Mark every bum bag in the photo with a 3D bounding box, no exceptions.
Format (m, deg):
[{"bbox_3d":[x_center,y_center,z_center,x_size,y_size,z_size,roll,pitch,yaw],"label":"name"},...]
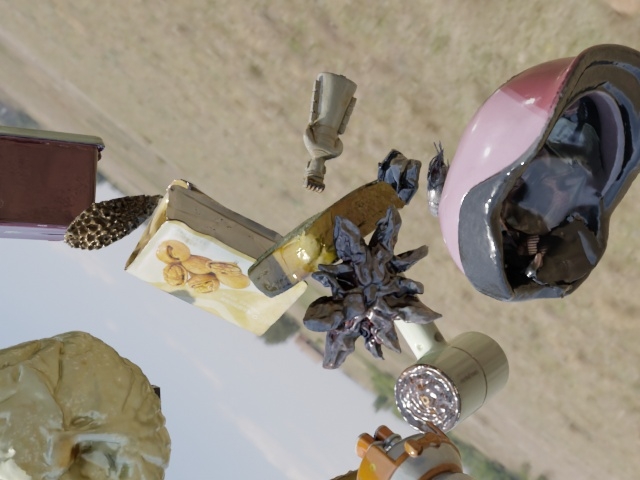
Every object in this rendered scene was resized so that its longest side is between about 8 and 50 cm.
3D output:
[{"bbox_3d":[0.144,-0.121,2.000,0.049,0.087,0.197,18,-171,-16],"label":"bum bag"}]

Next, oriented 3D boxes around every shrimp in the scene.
[{"bbox_3d":[0.229,-0.117,2.043,0.057,0.165,0.065,19,-148,24],"label":"shrimp"}]

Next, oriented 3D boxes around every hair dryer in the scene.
[{"bbox_3d":[0.165,0.141,1.842,0.203,0.128,0.362,-21,-103,-53],"label":"hair dryer"}]

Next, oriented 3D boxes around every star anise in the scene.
[{"bbox_3d":[0.076,0.080,1.674,0.212,0.282,0.129,23,180,-25],"label":"star anise"}]

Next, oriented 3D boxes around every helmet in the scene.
[{"bbox_3d":[0.199,-0.066,1.012,0.198,0.253,0.154,-1,-165,-41],"label":"helmet"}]

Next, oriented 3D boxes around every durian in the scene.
[{"bbox_3d":[-0.242,-0.021,1.270,0.052,0.130,0.066,61,170,8],"label":"durian"}]

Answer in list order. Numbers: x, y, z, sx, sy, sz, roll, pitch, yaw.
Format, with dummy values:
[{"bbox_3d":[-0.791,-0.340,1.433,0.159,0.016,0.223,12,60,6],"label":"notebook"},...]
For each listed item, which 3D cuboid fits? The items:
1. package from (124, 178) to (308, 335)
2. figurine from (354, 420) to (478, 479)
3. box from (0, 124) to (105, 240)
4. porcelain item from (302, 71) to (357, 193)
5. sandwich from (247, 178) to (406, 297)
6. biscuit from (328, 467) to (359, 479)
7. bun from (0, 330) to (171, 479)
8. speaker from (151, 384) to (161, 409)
[{"bbox_3d":[-0.193,0.024,2.108,0.311,0.165,0.221,27,135,-17],"label":"package"},{"bbox_3d":[0.143,0.312,1.341,0.143,0.143,0.271,41,166,-30],"label":"figurine"},{"bbox_3d":[-0.516,-0.091,1.790,0.294,0.167,0.193,3,170,-34],"label":"box"},{"bbox_3d":[0.007,-0.181,1.844,0.084,0.213,0.054,18,163,-16],"label":"porcelain item"},{"bbox_3d":[0.000,-0.001,1.856,0.087,0.226,0.251,53,145,-2],"label":"sandwich"},{"bbox_3d":[0.043,0.493,1.869,0.102,0.296,0.296,47,179,22],"label":"biscuit"},{"bbox_3d":[-0.367,0.284,1.415,0.352,0.349,0.227,43,160,-21],"label":"bun"},{"bbox_3d":[-0.376,0.283,1.868,0.191,0.046,0.040,-3,-179,-25],"label":"speaker"}]
